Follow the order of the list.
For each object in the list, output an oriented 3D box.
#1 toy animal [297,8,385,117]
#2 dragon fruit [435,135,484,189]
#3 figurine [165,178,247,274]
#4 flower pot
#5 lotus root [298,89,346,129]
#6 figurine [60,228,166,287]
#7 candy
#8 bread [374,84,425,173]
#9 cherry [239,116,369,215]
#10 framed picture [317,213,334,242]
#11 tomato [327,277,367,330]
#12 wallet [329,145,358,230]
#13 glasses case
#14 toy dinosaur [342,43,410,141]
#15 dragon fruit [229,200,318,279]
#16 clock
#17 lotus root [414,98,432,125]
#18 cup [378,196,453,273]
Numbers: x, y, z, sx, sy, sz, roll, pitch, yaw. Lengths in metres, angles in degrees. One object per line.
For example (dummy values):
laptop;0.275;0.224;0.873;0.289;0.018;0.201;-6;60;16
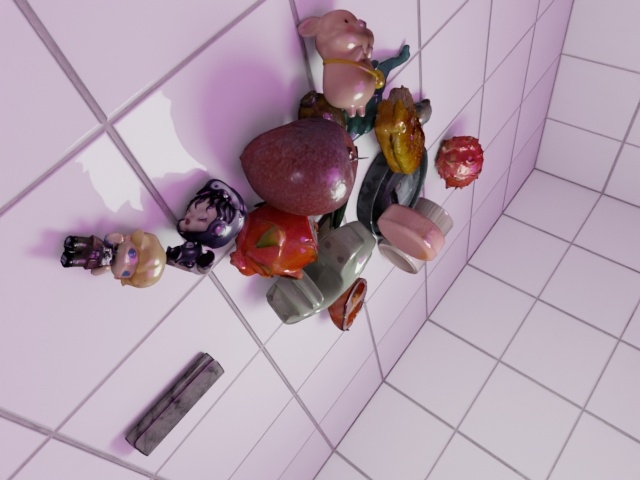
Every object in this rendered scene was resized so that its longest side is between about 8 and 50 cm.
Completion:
toy animal;0.065;-0.420;1.194;0.165;0.149;0.248;-21;97;-59
dragon fruit;0.598;-0.324;2.160;0.205;0.210;0.268;-19;139;-28
figurine;-0.241;-0.027;1.118;0.145;0.145;0.222;61;46;-58
flower pot;0.014;0.092;1.499;0.367;0.164;0.254;-46;168;25
lotus root;0.008;-0.302;1.311;0.120;0.120;0.209;-53;146;-13
figurine;-0.395;0.030;0.976;0.196;0.108;0.114;19;74;-54
candy;0.311;-0.028;1.760;0.094;0.255;0.255;-53;151;-11
bread;0.248;-0.338;1.513;0.380;0.109;0.185;36;69;-69
cherry;-0.040;-0.172;1.174;0.261;0.307;0.221;-75;164;-60
framed picture;0.000;0.000;1.661;0.168;0.023;0.128;-54;150;-12
tomato;0.095;0.226;1.926;0.199;0.112;0.228;-35;142;-51
wallet;0.071;-0.159;1.556;0.160;0.055;0.236;-68;174;-52
glasses case;-0.396;0.452;1.391;0.299;0.060;0.114;-47;148;-24
toy dinosaur;0.156;-0.400;1.495;0.331;0.129;0.384;-27;138;-59
dragon fruit;-0.113;0.001;1.289;0.224;0.227;0.224;-8;90;-76
clock;0.272;-0.194;1.870;0.386;0.076;0.386;-39;145;-35
lotus root;0.354;-0.450;1.771;0.165;0.088;0.088;-46;150;-44
cup;0.382;-0.024;2.114;0.208;0.288;0.273;44;75;-24
